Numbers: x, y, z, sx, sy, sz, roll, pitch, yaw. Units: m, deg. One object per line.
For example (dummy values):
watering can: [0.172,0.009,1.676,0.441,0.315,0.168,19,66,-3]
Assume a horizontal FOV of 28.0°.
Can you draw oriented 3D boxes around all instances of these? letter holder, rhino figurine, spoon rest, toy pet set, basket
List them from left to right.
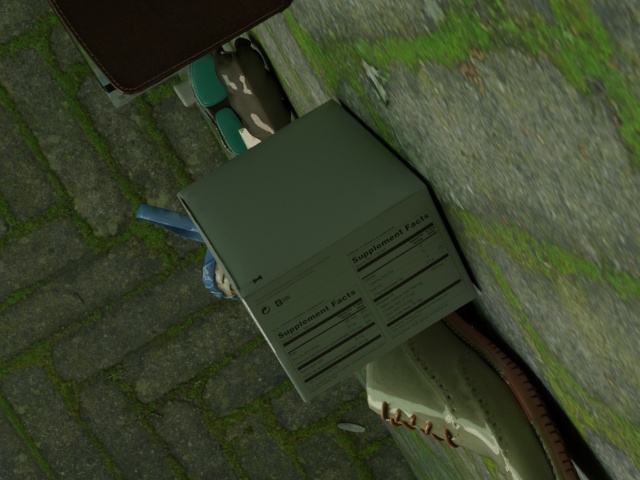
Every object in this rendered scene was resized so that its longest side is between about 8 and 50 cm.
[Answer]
letter holder: [-0.204,-0.329,1.308,0.301,0.214,0.152,61,175,-27]
spoon rest: [-0.233,-0.359,2.389,0.137,0.084,0.276,56,161,21]
basket: [-0.138,-0.001,2.153,0.255,0.289,0.201,24,-103,-75]
rhino figurine: [-0.080,-0.183,1.819,0.243,0.073,0.106,60,178,-34]
toy pet set: [-0.076,-0.190,1.950,0.122,0.065,0.114,64,-151,-21]

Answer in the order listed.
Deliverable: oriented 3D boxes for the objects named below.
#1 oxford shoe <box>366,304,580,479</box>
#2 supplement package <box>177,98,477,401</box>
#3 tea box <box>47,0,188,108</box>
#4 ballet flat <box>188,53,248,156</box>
oxford shoe: [0.134,0.168,1.318,0.397,0.147,0.140,54,173,42]
supplement package: [0.000,0.000,1.317,0.145,0.204,0.262,61,175,-32]
tea box: [-0.432,-0.503,2.568,0.329,0.220,0.323,57,176,19]
ballet flat: [-0.162,-0.223,2.097,0.070,0.070,0.188,-152,40,-81]
